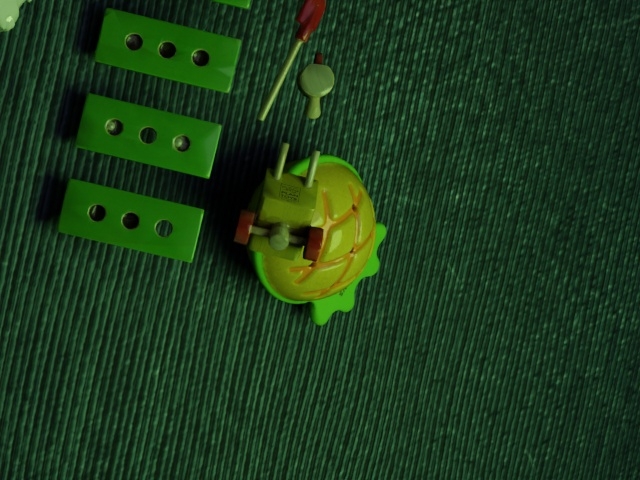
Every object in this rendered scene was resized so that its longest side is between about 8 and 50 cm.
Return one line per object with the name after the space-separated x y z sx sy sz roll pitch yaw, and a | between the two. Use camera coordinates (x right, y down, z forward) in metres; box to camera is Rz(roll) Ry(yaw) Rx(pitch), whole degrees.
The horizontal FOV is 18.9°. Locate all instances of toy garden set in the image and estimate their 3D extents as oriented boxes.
-0.081 -0.103 1.504 0.204 0.049 0.244 13 90 -5 | toy garden set

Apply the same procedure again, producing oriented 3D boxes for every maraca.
0.000 0.000 1.612 0.127 0.099 0.185 -53 144 -9 | maraca

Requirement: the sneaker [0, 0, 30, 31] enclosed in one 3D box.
-0.194 -0.202 1.384 0.169 0.108 0.292 27 81 -30 | sneaker
